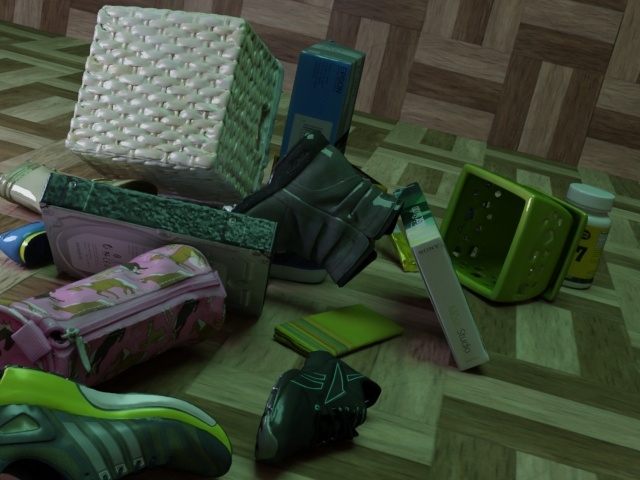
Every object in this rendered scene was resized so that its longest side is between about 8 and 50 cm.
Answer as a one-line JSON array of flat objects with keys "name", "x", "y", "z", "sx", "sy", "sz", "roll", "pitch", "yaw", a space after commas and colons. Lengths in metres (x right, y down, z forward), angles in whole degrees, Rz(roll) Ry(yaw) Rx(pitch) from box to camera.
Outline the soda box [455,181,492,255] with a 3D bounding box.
[{"name": "soda box", "x": 0.332, "y": -0.057, "z": 2.150, "sx": 0.060, "sy": 0.169, "sz": 0.053, "roll": 17, "pitch": 19, "yaw": 13}]

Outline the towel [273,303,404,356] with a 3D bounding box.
[{"name": "towel", "x": 0.033, "y": 0.148, "z": 1.562, "sx": 0.102, "sy": 0.021, "sz": 0.237, "roll": 30, "pitch": 23, "yaw": 30}]

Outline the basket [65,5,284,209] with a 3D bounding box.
[{"name": "basket", "x": -0.276, "y": -0.259, "z": 1.911, "sx": 0.331, "sy": 0.328, "sz": 0.266, "roll": 9, "pitch": -10, "yaw": 13}]

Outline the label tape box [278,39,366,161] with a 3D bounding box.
[{"name": "label tape box", "x": 0.016, "y": -0.286, "z": 2.065, "sx": 0.115, "sy": 0.249, "sz": 0.348, "roll": 15, "pitch": 18, "yaw": 8}]

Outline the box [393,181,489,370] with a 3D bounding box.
[{"name": "box", "x": 0.199, "y": 0.051, "z": 1.650, "sx": 0.058, "sy": 0.232, "sz": 0.322, "roll": -22, "pitch": 17, "yaw": 5}]

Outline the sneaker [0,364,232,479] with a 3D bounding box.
[{"name": "sneaker", "x": -0.230, "y": 0.226, "z": 1.017, "sx": 0.300, "sy": 0.111, "sz": 0.121, "roll": 17, "pitch": 53, "yaw": -28}]

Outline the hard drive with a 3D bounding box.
[{"name": "hard drive", "x": -0.241, "y": 0.015, "z": 1.468, "sx": 0.338, "sy": 0.237, "sz": 0.064, "roll": 12, "pitch": 62, "yaw": -2}]

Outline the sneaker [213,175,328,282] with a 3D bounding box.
[{"name": "sneaker", "x": -0.110, "y": -0.063, "z": 1.743, "sx": 0.322, "sy": 0.236, "sz": 0.130, "roll": 10, "pitch": 18, "yaw": -10}]

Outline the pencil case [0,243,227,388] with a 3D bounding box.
[{"name": "pencil case", "x": -0.277, "y": 0.108, "z": 1.232, "sx": 0.167, "sy": 0.160, "sz": 0.386, "roll": 23, "pitch": 19, "yaw": 21}]

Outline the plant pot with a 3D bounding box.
[{"name": "plant pot", "x": 0.393, "y": -0.007, "z": 1.973, "sx": 0.207, "sy": 0.227, "sz": 0.228, "roll": 9, "pitch": 16, "yaw": -35}]

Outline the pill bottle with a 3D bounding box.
[{"name": "pill bottle", "x": 0.561, "y": -0.011, "z": 2.107, "sx": 0.119, "sy": 0.209, "sz": 0.119, "roll": 12, "pitch": 17, "yaw": -4}]

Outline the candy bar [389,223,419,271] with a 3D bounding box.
[{"name": "candy bar", "x": 0.161, "y": 0.002, "z": 1.997, "sx": 0.040, "sy": 0.018, "sz": 0.161, "roll": 3, "pitch": 45, "yaw": -30}]

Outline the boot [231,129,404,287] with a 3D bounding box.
[{"name": "boot", "x": -0.038, "y": 0.004, "z": 1.601, "sx": 0.222, "sy": 0.338, "sz": 0.118, "roll": 44, "pitch": 8, "yaw": 5}]

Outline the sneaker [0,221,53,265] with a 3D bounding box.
[{"name": "sneaker", "x": -0.445, "y": -0.009, "z": 1.619, "sx": 0.082, "sy": 0.069, "sz": 0.209, "roll": 18, "pitch": 18, "yaw": 28}]

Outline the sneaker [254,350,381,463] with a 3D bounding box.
[{"name": "sneaker", "x": 0.000, "y": 0.209, "z": 1.216, "sx": 0.106, "sy": 0.101, "sz": 0.267, "roll": 20, "pitch": 19, "yaw": 14}]

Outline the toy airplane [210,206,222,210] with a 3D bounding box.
[{"name": "toy airplane", "x": -0.171, "y": -0.043, "z": 1.983, "sx": 0.151, "sy": 0.028, "sz": 0.151, "roll": 11, "pitch": 19, "yaw": -4}]

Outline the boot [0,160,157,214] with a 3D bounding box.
[{"name": "boot", "x": -0.456, "y": -0.090, "z": 1.830, "sx": 0.203, "sy": 0.095, "sz": 0.262, "roll": 21, "pitch": 22, "yaw": 28}]

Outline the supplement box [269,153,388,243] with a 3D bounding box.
[{"name": "supplement box", "x": 0.008, "y": -0.090, "z": 2.088, "sx": 0.191, "sy": 0.129, "sz": 0.194, "roll": 4, "pitch": 19, "yaw": -27}]
